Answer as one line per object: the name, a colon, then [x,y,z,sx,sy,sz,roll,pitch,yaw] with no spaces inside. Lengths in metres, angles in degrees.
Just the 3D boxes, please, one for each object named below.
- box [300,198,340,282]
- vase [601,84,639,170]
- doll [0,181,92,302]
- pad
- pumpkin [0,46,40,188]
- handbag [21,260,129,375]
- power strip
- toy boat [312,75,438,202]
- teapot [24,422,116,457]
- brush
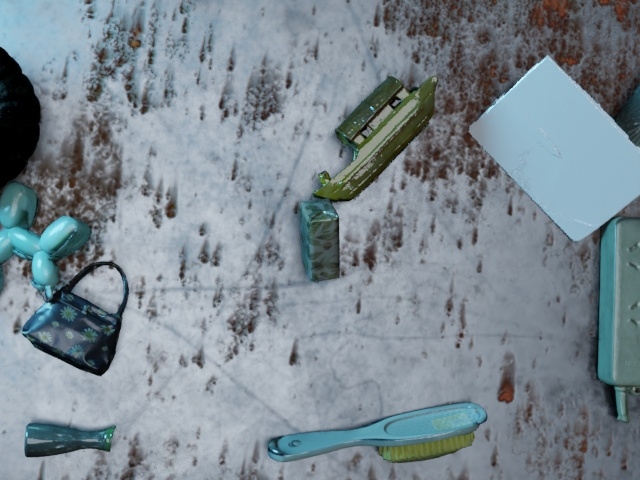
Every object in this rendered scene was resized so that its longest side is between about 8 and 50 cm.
box: [0.000,0.000,1.223,0.045,0.062,0.098,-8,118,-10]
vase: [0.470,-0.190,1.313,0.096,0.096,0.219,42,85,-6]
doll: [-0.384,0.011,1.170,0.159,0.059,0.158,25,84,13]
pad: [0.331,-0.121,1.283,0.232,0.004,0.156,45,118,-5]
pumpkin: [-0.437,-0.149,1.135,0.202,0.140,0.202,0,100,0]
handbag: [-0.295,0.089,1.185,0.115,0.072,0.139,27,80,-3]
power strip: [0.440,0.111,1.314,0.093,0.053,0.288,2,87,-10]
toy boat: [0.070,-0.139,1.258,0.088,0.068,0.226,45,85,-1]
teapot: [-0.316,0.253,1.190,0.110,0.043,0.043,2,88,-12]
brush: [0.078,0.273,1.251,0.296,0.068,0.060,-7,111,-6]
